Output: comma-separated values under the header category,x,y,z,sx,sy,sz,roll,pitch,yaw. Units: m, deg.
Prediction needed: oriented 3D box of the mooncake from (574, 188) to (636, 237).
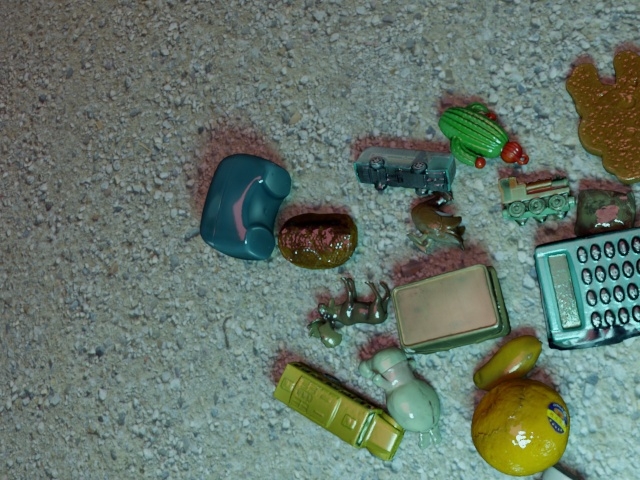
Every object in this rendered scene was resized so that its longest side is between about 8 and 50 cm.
category,x,y,z,sx,sy,sz,roll,pitch,yaw
mooncake,0.655,-0.056,1.612,0.130,0.073,0.125,4,80,28

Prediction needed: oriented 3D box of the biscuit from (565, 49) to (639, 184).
category,x,y,z,sx,sy,sz,roll,pitch,yaw
biscuit,0.712,-0.290,1.661,0.202,0.047,0.333,-17,68,21

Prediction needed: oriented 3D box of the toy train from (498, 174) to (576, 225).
category,x,y,z,sx,sy,sz,roll,pitch,yaw
toy train,0.521,-0.105,1.690,0.176,0.074,0.118,-12,68,25

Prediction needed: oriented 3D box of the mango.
category,x,y,z,sx,sy,sz,roll,pitch,yaw
mango,0.434,0.287,1.619,0.190,0.098,0.075,-39,104,17

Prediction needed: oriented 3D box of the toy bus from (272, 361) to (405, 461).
category,x,y,z,sx,sy,sz,roll,pitch,yaw
toy bus,0.046,0.422,1.746,0.336,0.123,0.121,25,88,29

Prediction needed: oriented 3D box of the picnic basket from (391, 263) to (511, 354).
category,x,y,z,sx,sy,sz,roll,pitch,yaw
picnic basket,0.312,0.171,1.676,0.267,0.139,0.165,-18,69,21

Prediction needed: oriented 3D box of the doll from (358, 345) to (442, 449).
category,x,y,z,sx,sy,sz,roll,pitch,yaw
doll,0.202,0.361,1.677,0.275,0.155,0.113,53,131,29

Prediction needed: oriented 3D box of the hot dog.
category,x,y,z,sx,sy,sz,roll,pitch,yaw
hot dog,-0.001,-0.003,1.894,0.227,0.099,0.160,3,78,25

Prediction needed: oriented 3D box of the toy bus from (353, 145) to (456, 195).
category,x,y,z,sx,sy,sz,roll,pitch,yaw
toy bus,0.221,-0.187,1.837,0.262,0.091,0.109,10,49,26

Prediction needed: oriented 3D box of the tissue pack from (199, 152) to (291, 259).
category,x,y,z,sx,sy,sz,roll,pitch,yaw
tissue pack,-0.223,-0.095,1.969,0.206,0.198,0.287,10,83,26

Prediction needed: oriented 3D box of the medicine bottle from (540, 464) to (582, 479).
category,x,y,z,sx,sy,sz,roll,pitch,yaw
medicine bottle,0.498,0.577,1.501,0.105,0.105,0.168,29,90,29

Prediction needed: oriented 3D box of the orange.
category,x,y,z,sx,sy,sz,roll,pitch,yaw
orange,0.434,0.404,1.514,0.219,0.219,0.193,-37,109,15

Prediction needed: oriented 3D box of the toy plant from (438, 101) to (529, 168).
category,x,y,z,sx,sy,sz,roll,pitch,yaw
toy plant,0.401,-0.254,1.771,0.155,0.088,0.240,-25,61,-7

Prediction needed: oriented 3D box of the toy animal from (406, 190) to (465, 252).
category,x,y,z,sx,sy,sz,roll,pitch,yaw
toy animal,0.312,-0.046,1.772,0.188,0.089,0.179,32,76,34

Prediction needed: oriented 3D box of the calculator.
category,x,y,z,sx,sy,sz,roll,pitch,yaw
calculator,0.627,0.107,1.560,0.274,0.058,0.248,-12,87,21

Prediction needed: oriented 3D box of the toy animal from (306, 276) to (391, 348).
category,x,y,z,sx,sy,sz,roll,pitch,yaw
toy animal,0.069,0.189,1.815,0.214,0.094,0.186,5,87,18
